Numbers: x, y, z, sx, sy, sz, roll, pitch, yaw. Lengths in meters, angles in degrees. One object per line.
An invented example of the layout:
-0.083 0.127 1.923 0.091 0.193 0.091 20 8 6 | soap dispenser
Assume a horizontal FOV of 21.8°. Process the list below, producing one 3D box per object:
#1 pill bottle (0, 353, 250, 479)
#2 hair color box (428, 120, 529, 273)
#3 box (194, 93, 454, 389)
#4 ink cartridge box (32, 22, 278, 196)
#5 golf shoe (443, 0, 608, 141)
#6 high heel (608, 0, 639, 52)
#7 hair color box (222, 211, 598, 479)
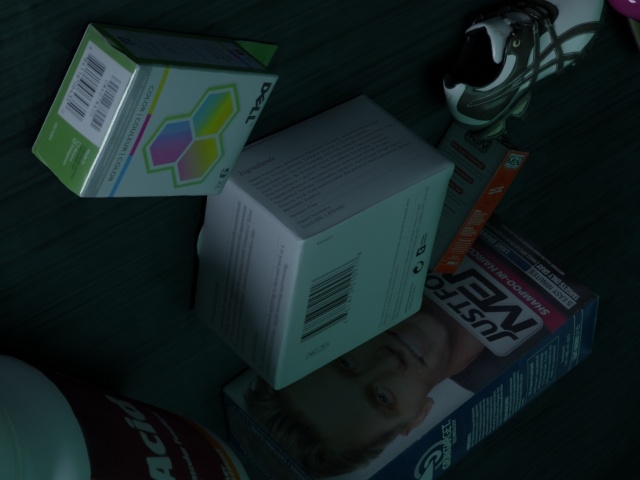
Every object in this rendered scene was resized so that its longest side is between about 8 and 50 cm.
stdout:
-0.226 0.207 1.256 0.224 0.224 0.392 -51 151 4 | pill bottle
0.130 -0.045 1.594 0.043 0.072 0.141 4 122 -54 | hair color box
0.000 0.000 1.423 0.182 0.119 0.181 -27 144 -34 | box
-0.102 -0.093 1.234 0.209 0.062 0.109 -2 126 -53 | ink cartridge box
0.186 -0.184 1.503 0.198 0.077 0.094 -53 142 -6 | golf shoe
0.329 -0.197 1.561 0.377 0.127 0.181 -27 137 -58 | high heel
0.092 0.128 1.642 0.347 0.174 0.105 -36 148 -22 | hair color box
